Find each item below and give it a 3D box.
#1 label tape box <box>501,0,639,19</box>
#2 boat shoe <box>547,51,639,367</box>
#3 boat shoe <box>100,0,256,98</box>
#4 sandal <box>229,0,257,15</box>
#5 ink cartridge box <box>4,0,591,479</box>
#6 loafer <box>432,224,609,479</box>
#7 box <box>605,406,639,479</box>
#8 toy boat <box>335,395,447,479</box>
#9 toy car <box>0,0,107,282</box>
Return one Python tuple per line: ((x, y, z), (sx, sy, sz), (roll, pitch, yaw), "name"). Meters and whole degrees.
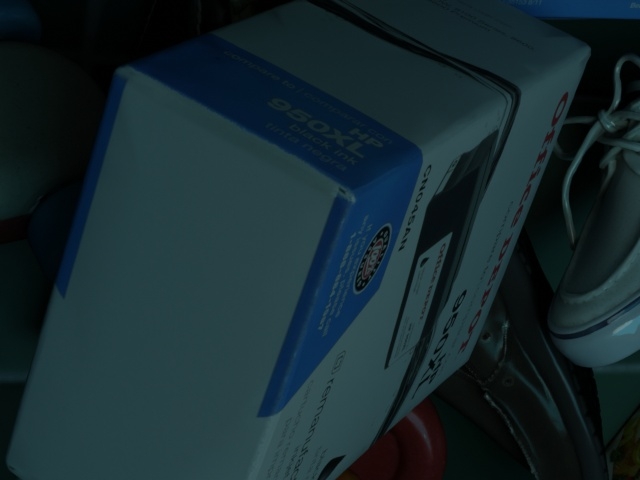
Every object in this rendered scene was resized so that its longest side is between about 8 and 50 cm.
((0.244, -0.327, 1.276), (0.249, 0.115, 0.348), (-2, 130, -24), "label tape box")
((0.263, -0.077, 1.402), (0.156, 0.136, 0.367), (50, 64, -24), "boat shoe")
((-0.134, -0.051, 1.275), (0.123, 0.123, 0.342), (2, 117, -28), "boat shoe")
((-0.066, -0.189, 1.181), (0.240, 0.088, 0.079), (2, 114, 0), "sandal")
((0.000, 0.000, 1.173), (0.395, 0.166, 0.285), (-33, 147, -57), "ink cartridge box")
((0.139, 0.086, 1.477), (0.130, 0.134, 0.366), (-19, 113, 14), "loafer")
((0.345, 0.151, 1.624), (0.067, 0.063, 0.324), (37, 93, -34), "box")
((-0.002, 0.173, 1.401), (0.231, 0.151, 0.151), (19, 121, -30), "toy boat")
((-0.256, -0.015, 1.216), (0.210, 0.219, 0.238), (-15, 151, -27), "toy car")
